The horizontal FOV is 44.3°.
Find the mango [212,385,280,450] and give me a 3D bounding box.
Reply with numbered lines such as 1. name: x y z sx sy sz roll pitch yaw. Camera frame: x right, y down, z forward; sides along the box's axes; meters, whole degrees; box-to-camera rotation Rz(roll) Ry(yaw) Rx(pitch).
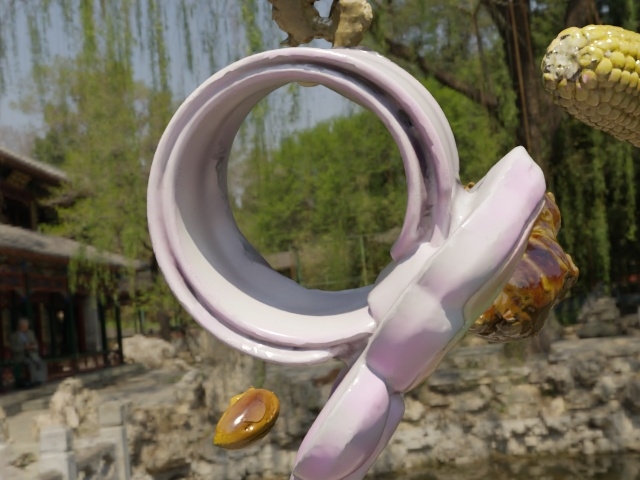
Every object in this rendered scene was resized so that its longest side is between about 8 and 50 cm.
1. mango: -0.101 0.250 1.092 0.077 0.063 0.127 -19 12 29

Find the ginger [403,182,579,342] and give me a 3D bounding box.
1. ginger: 0.271 0.024 1.260 0.274 0.357 0.152 19 -46 -10

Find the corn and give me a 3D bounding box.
1. corn: 0.307 -0.114 0.696 0.292 0.101 0.101 13 -14 -30

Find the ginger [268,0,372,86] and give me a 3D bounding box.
1. ginger: -0.031 -0.346 1.074 0.149 0.258 0.065 -36 21 4

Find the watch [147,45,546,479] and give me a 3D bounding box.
1. watch: 0.000 0.000 0.520 0.217 0.248 0.211 35 19 4
